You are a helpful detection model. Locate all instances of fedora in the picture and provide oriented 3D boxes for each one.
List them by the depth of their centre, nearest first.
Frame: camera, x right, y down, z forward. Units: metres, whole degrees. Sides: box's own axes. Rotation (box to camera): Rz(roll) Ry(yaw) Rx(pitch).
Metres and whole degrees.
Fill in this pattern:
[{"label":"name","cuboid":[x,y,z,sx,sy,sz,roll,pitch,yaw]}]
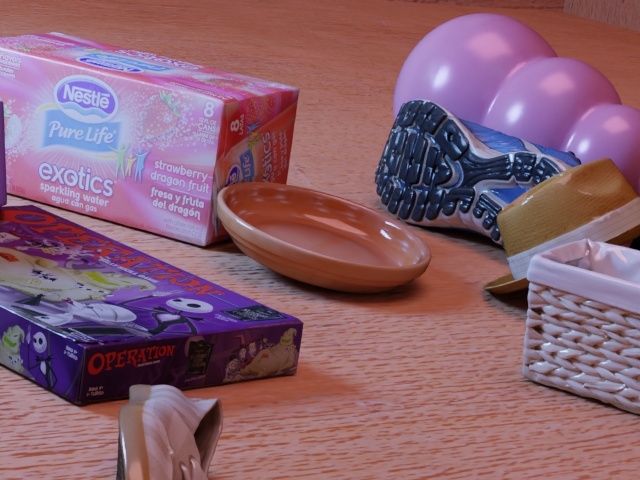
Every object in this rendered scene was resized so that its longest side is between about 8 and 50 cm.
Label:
[{"label":"fedora","cuboid":[0.224,-0.020,1.727,0.194,0.079,0.194,-26,1,0]}]

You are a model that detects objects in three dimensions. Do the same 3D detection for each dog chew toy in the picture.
[{"label":"dog chew toy","cuboid":[0.241,-0.122,2.112,0.332,0.206,0.207,28,22,36]}]

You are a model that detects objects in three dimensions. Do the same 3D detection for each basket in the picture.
[{"label":"basket","cuboid":[0.249,0.071,1.479,0.167,0.103,0.113,15,15,29]}]

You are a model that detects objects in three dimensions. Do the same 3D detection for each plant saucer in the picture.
[{"label":"plant saucer","cuboid":[0.000,0.000,1.718,0.200,0.037,0.200,15,16,-4]}]

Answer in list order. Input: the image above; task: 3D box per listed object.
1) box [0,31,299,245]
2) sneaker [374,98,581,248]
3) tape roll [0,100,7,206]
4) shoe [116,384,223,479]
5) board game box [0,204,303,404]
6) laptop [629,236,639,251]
[{"label":"box","cuboid":[-0.191,-0.104,1.851,0.300,0.142,0.154,15,16,26]},{"label":"sneaker","cuboid":[0.186,-0.050,1.973,0.147,0.129,0.330,14,11,-42]},{"label":"tape roll","cuboid":[-0.394,-0.067,1.550,0.275,0.090,0.275,-1,4,0]},{"label":"shoe","cuboid":[-0.086,0.126,1.092,0.058,0.076,0.219,3,11,-3]},{"label":"board game box","cuboid":[-0.205,0.039,1.456,0.347,0.056,0.208,21,13,42]},{"label":"laptop","cuboid":[0.452,-0.032,1.822,0.137,0.264,0.234,26,3,-29]}]
